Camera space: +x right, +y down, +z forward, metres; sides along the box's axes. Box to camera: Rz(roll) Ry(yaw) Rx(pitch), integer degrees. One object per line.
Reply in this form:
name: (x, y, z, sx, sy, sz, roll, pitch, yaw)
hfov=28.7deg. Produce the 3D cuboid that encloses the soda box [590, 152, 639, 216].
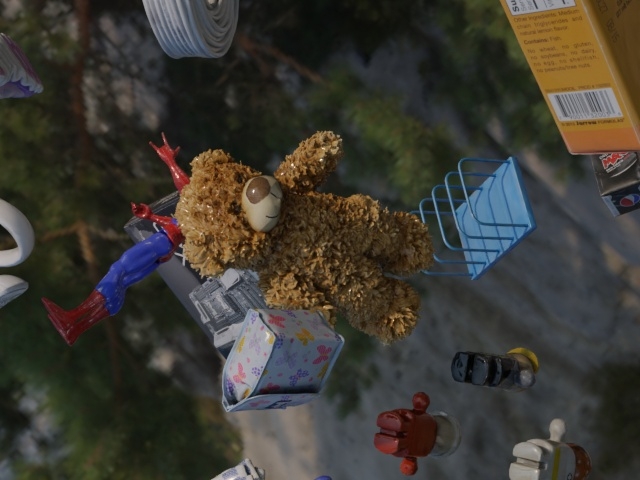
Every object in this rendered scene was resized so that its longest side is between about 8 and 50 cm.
soda box: (0.344, -0.117, 1.473, 0.060, 0.053, 0.168, 42, -146, -50)

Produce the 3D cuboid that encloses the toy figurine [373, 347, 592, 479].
toy figurine: (0.195, 0.245, 1.465, 0.148, 0.209, 0.213, 14, -142, -52)

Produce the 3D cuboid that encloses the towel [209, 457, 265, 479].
towel: (-0.149, 0.350, 1.145, 0.034, 0.285, 0.209, 47, -164, -50)

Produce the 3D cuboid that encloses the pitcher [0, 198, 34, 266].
pitcher: (-0.358, -0.018, 1.098, 0.178, 0.125, 0.207, 47, 131, -13)

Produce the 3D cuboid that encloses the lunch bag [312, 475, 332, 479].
lunch bag: (-0.056, 0.609, 1.873, 0.239, 0.328, 0.385, -23, 99, 45)

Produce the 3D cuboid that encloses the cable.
cable: (-0.193, -0.388, 1.798, 0.089, 0.257, 0.257, -5, 143, 14)

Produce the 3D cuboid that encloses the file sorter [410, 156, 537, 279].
file sorter: (0.216, -0.032, 1.832, 0.170, 0.105, 0.118, -49, 47, 52)

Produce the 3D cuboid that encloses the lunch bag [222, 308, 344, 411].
lunch bag: (-0.031, 0.097, 0.957, 0.071, 0.083, 0.053, 6, -149, -39)

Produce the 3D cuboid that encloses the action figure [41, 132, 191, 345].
action figure: (-0.221, -0.013, 1.493, 0.139, 0.280, 0.091, 52, 163, 13)

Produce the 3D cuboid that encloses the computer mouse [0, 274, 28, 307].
computer mouse: (-0.528, 0.095, 1.956, 0.106, 0.193, 0.042, -16, -104, -56)

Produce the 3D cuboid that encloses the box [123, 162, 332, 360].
box: (-0.152, 0.042, 2.101, 0.242, 0.076, 0.307, -22, 110, 41)

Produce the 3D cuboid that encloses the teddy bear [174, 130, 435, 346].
teddy bear: (0.000, 0.000, 1.461, 0.338, 0.245, 0.113, 40, 160, -23)

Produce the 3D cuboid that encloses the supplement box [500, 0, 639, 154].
supplement box: (0.194, -0.179, 0.950, 0.080, 0.078, 0.233, 3, 131, 44)

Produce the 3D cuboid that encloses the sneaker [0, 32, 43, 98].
sneaker: (-0.475, -0.232, 1.768, 0.095, 0.105, 0.236, 54, -171, 3)
